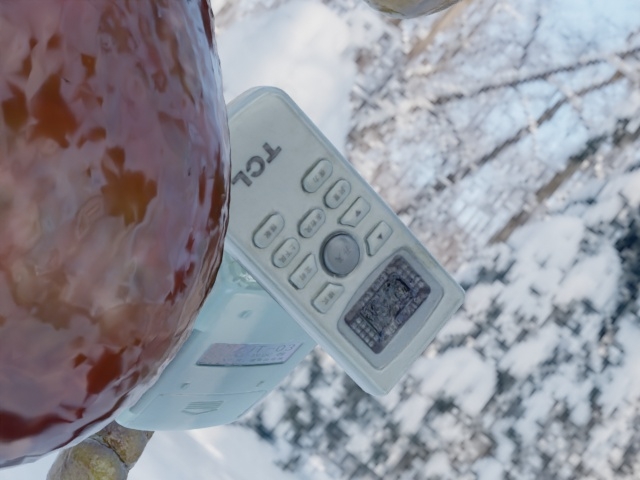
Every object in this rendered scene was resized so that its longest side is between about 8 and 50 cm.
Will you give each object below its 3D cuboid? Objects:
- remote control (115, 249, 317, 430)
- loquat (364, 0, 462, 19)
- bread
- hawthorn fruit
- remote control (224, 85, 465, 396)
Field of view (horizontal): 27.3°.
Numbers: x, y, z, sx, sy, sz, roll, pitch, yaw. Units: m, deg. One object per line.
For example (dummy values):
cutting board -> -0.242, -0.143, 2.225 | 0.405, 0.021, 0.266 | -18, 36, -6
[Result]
remote control -> -0.076, 0.089, 1.129 | 0.140, 0.056, 0.296 | 3, -31, -28
loquat -> 0.062, -0.203, 0.822 | 0.137, 0.137, 0.113 | 38, 34, 2
bread -> -0.245, 0.212, 1.625 | 0.084, 0.124, 0.344 | 49, 26, -14
hawthorn fruit -> -0.167, -0.055, 0.465 | 0.295, 0.311, 0.295 | 19, -34, 14
remote control -> 0.000, 0.000, 0.757 | 0.190, 0.087, 0.029 | 48, -16, -22
